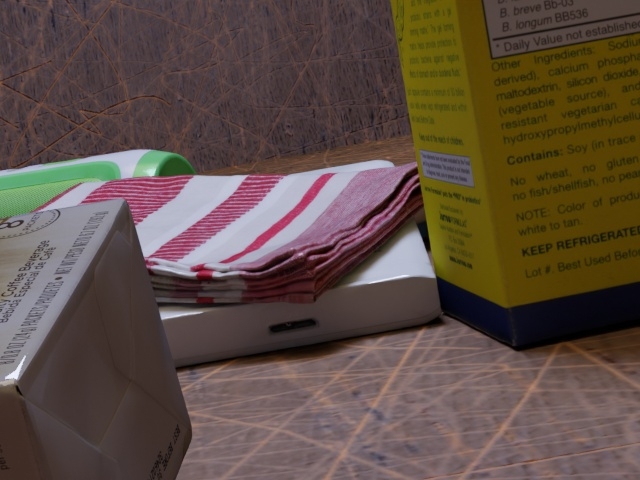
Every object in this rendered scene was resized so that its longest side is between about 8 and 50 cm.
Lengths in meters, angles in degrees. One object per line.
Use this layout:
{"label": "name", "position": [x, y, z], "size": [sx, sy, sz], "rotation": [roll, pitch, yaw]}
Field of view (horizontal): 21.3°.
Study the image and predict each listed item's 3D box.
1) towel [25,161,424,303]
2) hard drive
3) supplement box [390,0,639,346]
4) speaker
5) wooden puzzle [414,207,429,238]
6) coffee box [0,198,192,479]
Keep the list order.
{"label": "towel", "position": [-0.101, -0.011, 1.275], "size": [0.329, 0.037, 0.237], "rotation": [-1, 19, 26]}
{"label": "hard drive", "position": [-0.027, 0.010, 1.294], "size": [0.203, 0.040, 0.307], "rotation": [-10, 17, 0]}
{"label": "supplement box", "position": [0.161, -0.133, 1.098], "size": [0.194, 0.356, 0.195], "rotation": [-10, 7, -9]}
{"label": "speaker", "position": [-0.274, -0.018, 1.777], "size": [0.296, 0.131, 0.131], "rotation": [-7, 7, 25]}
{"label": "wooden puzzle", "position": [0.000, 0.000, 1.599], "size": [0.239, 0.044, 0.221], "rotation": [-12, 2, 34]}
{"label": "coffee box", "position": [-0.218, 0.086, 0.662], "size": [0.297, 0.119, 0.168], "rotation": [-9, 21, 11]}
